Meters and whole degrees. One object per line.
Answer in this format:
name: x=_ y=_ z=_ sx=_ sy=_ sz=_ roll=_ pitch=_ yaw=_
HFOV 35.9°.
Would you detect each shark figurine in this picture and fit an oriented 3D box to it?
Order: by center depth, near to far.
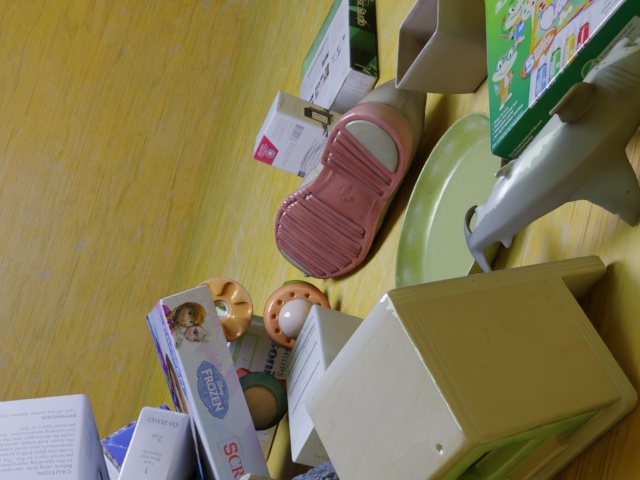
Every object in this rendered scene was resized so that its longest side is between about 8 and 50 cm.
shark figurine: x=0.204 y=-0.039 z=0.822 sx=0.278 sy=0.116 sz=0.166 roll=-53 pitch=-10 yaw=31

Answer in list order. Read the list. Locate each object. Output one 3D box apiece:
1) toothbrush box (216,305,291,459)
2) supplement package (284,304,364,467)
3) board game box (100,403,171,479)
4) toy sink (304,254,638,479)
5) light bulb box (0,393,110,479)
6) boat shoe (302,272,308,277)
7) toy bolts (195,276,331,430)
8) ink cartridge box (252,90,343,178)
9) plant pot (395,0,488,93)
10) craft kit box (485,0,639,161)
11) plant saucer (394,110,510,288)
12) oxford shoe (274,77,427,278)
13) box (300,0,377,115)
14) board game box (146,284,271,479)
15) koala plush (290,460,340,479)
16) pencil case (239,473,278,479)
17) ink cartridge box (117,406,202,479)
toothbrush box: x=-0.146 y=0.229 z=1.679 sx=0.283 sy=0.122 sz=0.206 roll=-169 pitch=96 yaw=-73
supplement package: x=0.027 y=0.177 z=1.166 sx=0.179 sy=0.105 sz=0.105 roll=-98 pitch=30 yaw=-58
board game box: x=-0.283 y=0.458 z=1.644 sx=0.141 sy=0.232 sz=0.291 roll=-27 pitch=-21 yaw=-43
toy sink: x=0.135 y=0.118 z=0.762 sx=0.131 sy=0.234 sz=0.153 roll=62 pitch=139 yaw=27
light bulb box: x=-0.402 y=0.463 z=1.320 sx=0.361 sy=0.225 sz=0.358 roll=-101 pitch=7 yaw=-48
boat shoe: x=0.001 y=0.001 z=1.572 sx=0.049 sy=0.042 sz=0.133 roll=62 pitch=-151 yaw=-47
toy bolts: x=-0.102 y=0.164 z=1.450 sx=0.158 sy=0.218 sz=0.228 roll=-163 pitch=83 yaw=-88
ink cartridge box: x=-0.021 y=-0.164 z=1.621 sx=0.063 sy=0.150 sz=0.109 roll=-84 pitch=19 yaw=-48
plant pot: x=0.158 y=-0.238 z=1.181 sx=0.109 sy=0.096 sz=0.109 roll=126 pitch=156 yaw=-51
craft kit box: x=0.247 y=-0.239 z=0.963 sx=0.250 sy=0.061 sz=0.246 roll=126 pitch=159 yaw=-49
plant saucer: x=0.150 y=-0.022 z=1.087 sx=0.241 sy=0.037 sz=0.241 roll=-162 pitch=90 yaw=-74
oxford shoe: x=0.052 y=-0.077 z=1.385 sx=0.146 sy=0.140 sz=0.397 roll=-53 pitch=1 yaw=-37
box: x=0.029 y=-0.306 z=1.783 sx=0.322 sy=0.058 sz=0.232 roll=-90 pitch=23 yaw=-45
board game box: x=-0.148 y=0.231 z=1.316 sx=0.318 sy=0.066 sz=0.318 roll=145 pitch=106 yaw=-74
koala plush: x=0.062 y=0.214 z=0.898 sx=0.196 sy=0.203 sz=0.221 roll=-53 pitch=13 yaw=49
pencil case: x=-0.120 y=0.431 z=1.087 sx=0.410 sy=0.160 sz=0.183 roll=-61 pitch=39 yaw=38
ink cartridge box: x=-0.216 y=0.393 z=1.232 sx=0.296 sy=0.066 sz=0.261 roll=90 pitch=-168 yaw=-51
